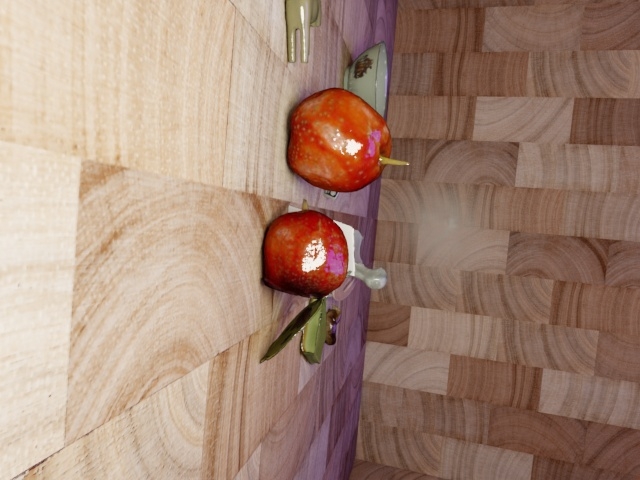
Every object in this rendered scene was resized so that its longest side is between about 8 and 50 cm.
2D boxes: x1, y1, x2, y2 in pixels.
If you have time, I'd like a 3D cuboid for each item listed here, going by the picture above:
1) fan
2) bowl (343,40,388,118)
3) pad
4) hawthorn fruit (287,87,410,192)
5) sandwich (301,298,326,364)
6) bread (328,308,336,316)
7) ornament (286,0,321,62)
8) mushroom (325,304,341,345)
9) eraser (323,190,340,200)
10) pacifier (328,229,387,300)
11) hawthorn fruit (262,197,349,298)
[{"bbox_3d":[-0.039,0.196,1.079,0.335,0.011,0.229,-44,-178,-5],"label":"fan"},{"bbox_3d":[0.184,-0.646,1.726,0.337,0.157,0.337,5,90,-75],"label":"bowl"},{"bbox_3d":[0.000,0.000,1.129,0.004,0.232,0.156,-32,131,-40],"label":"pad"},{"bbox_3d":[0.080,-0.250,1.105,0.287,0.330,0.287,22,90,-76],"label":"hawthorn fruit"},{"bbox_3d":[-0.014,0.319,1.528,0.212,0.063,0.245,77,23,-61],"label":"sandwich"},{"bbox_3d":[0.050,0.374,1.831,0.126,0.044,0.129,73,23,-60],"label":"bread"},{"bbox_3d":[-0.033,-0.602,1.067,0.230,0.061,0.245,-65,159,-58],"label":"ornament"},{"bbox_3d":[0.039,0.342,1.702,0.135,0.080,0.170,97,6,-56],"label":"mushroom"},{"bbox_3d":[0.061,-0.212,1.552,0.122,0.052,0.029,-62,163,-12],"label":"eraser"},{"bbox_3d":[0.126,0.113,1.695,0.220,0.273,0.332,-93,178,-50],"label":"pacifier"},{"bbox_3d":[-0.034,0.020,1.024,0.215,0.215,0.249,42,41,-73],"label":"hawthorn fruit"}]
